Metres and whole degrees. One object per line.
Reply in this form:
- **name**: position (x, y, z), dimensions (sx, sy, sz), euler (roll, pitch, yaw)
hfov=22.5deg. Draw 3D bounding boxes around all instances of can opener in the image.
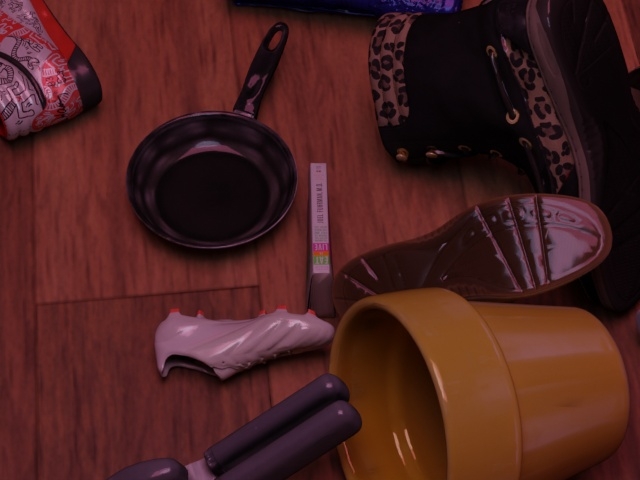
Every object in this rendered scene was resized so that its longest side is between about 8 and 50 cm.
- **can opener**: position (-0.091, 0.225, 1.601), dimensions (0.280, 0.093, 0.074), euler (-30, 50, 6)

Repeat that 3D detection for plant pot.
- **plant pot**: position (0.167, 0.164, 1.609), dimensions (0.239, 0.254, 0.254), euler (-7, 56, -25)

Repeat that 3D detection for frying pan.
- **frying pan**: position (-0.128, -0.118, 1.887), dimensions (0.197, 0.053, 0.326), euler (-2, 55, -3)

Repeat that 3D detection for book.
- **book**: position (0.000, 0.000, 1.784), dimensions (0.035, 0.096, 0.144), euler (-1, 56, -1)

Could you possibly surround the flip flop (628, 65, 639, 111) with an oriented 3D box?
- **flip flop**: position (0.382, -0.166, 1.880), dimensions (0.277, 0.080, 0.112), euler (12, 52, -22)

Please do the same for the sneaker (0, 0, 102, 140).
- **sneaker**: position (-0.391, -0.235, 1.934), dimensions (0.145, 0.090, 0.270), euler (-30, 65, -22)

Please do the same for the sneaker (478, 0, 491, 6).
- **sneaker**: position (0.220, -0.256, 1.977), dimensions (0.086, 0.085, 0.237), euler (46, 60, -4)

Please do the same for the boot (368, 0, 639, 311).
- **boot**: position (0.215, -0.105, 1.800), dimensions (0.284, 0.377, 0.138), euler (3, 32, 45)

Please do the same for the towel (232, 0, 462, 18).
- **towel**: position (0.039, -0.364, 2.046), dimensions (0.308, 0.076, 0.228), euler (10, 50, 6)

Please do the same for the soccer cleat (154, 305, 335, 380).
- **soccer cleat**: position (-0.082, 0.115, 1.729), dimensions (0.196, 0.068, 0.076), euler (-1, 61, 7)

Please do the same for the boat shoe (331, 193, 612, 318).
- **boat shoe**: position (0.165, 0.028, 1.715), dimensions (0.302, 0.098, 0.109), euler (-18, 75, 15)

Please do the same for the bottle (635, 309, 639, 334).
- **bottle**: position (0.469, 0.029, 1.778), dimensions (0.283, 0.092, 0.118), euler (-33, 64, -21)
